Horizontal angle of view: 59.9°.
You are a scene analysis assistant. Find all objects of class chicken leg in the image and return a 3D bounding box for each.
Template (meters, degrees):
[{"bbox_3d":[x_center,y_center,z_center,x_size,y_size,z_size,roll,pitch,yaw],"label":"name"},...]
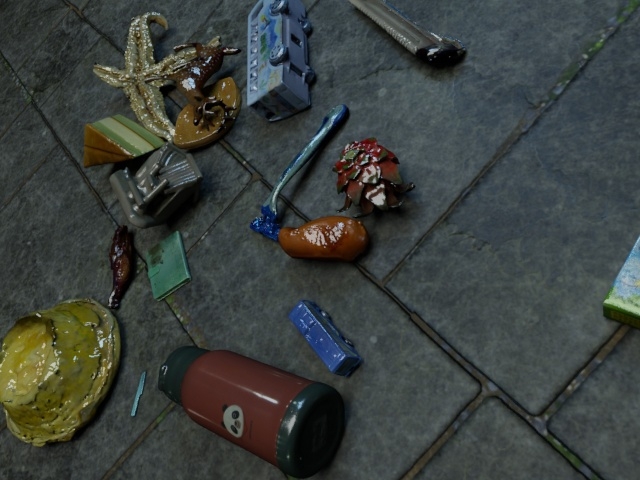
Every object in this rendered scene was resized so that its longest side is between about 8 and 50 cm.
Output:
[{"bbox_3d":[-0.468,0.054,1.290,0.093,0.053,0.204,-42,41,36],"label":"chicken leg"}]

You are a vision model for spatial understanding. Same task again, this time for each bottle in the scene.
[{"bbox_3d":[-0.133,0.262,0.925,0.336,0.144,0.143,12,74,35],"label":"bottle"}]

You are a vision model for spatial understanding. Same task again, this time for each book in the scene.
[{"bbox_3d":[-0.342,0.057,1.231,0.103,0.017,0.135,-32,54,13],"label":"book"}]

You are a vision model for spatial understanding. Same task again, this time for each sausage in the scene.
[{"bbox_3d":[0.000,0.000,1.012,0.179,0.089,0.089,-3,65,31],"label":"sausage"}]

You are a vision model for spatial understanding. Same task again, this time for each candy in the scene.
[{"bbox_3d":[0.465,0.030,0.735,0.097,0.062,0.194,26,81,38],"label":"candy"}]

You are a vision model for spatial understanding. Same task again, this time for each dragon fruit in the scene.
[{"bbox_3d":[0.089,-0.113,1.000,0.130,0.121,0.141,-14,84,60],"label":"dragon fruit"}]

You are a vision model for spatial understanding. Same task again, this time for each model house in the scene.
[{"bbox_3d":[-0.364,-0.134,1.275,0.188,0.122,0.229,-40,48,3],"label":"model house"}]

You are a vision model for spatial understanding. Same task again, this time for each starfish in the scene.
[{"bbox_3d":[-0.425,-0.454,1.496,0.432,0.082,0.324,38,82,30],"label":"starfish"}]

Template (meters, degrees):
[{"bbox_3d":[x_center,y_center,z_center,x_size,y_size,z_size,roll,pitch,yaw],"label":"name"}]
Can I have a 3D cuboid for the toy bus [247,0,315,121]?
[{"bbox_3d":[-0.098,-0.435,1.281,0.136,0.109,0.329,-24,55,32],"label":"toy bus"}]

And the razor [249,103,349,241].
[{"bbox_3d":[-0.038,-0.153,1.132,0.093,0.056,0.324,26,81,39],"label":"razor"}]

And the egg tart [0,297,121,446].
[{"bbox_3d":[-0.599,0.272,1.210,0.346,0.132,0.344,-12,63,26],"label":"egg tart"}]

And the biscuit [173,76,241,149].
[{"bbox_3d":[-0.270,-0.306,1.349,0.142,0.029,0.220,27,76,27],"label":"biscuit"}]

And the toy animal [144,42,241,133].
[{"bbox_3d":[-0.292,-0.384,1.328,0.260,0.087,0.243,15,73,26],"label":"toy animal"}]

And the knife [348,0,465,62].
[{"bbox_3d":[0.168,-0.453,1.169,0.089,0.043,0.365,-21,48,-19],"label":"knife"}]

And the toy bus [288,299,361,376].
[{"bbox_3d":[0.005,0.162,0.945,0.051,0.061,0.153,-49,54,8],"label":"toy bus"}]

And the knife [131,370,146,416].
[{"bbox_3d":[-0.368,0.311,1.128,0.014,0.005,0.090,-6,63,30],"label":"knife"}]

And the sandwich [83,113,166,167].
[{"bbox_3d":[-0.494,-0.216,1.404,0.187,0.144,0.117,33,43,19],"label":"sandwich"}]
